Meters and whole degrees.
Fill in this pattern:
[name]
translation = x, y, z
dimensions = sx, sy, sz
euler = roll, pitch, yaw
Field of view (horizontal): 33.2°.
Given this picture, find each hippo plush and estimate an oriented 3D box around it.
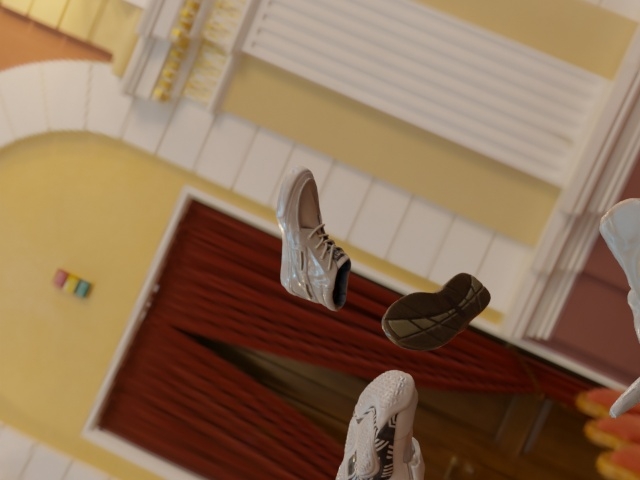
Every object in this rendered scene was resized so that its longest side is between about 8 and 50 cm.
[hippo plush]
translation = 0.483, 0.074, 1.297
dimensions = 0.236, 0.234, 0.294
euler = 29, -124, -55

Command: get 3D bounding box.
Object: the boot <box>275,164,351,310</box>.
[boot]
translation = 0.000, 0.000, 1.812
dimensions = 0.095, 0.123, 0.258
euler = -41, -38, -38

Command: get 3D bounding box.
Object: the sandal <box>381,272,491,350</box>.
[sandal]
translation = 0.166, 0.109, 1.567
dimensions = 0.219, 0.090, 0.060
euler = -28, -17, -47

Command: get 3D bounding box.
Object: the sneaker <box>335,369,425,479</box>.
[sneaker]
translation = 0.140, 0.373, 1.660
dimensions = 0.137, 0.210, 0.366
euler = -109, 31, -67
